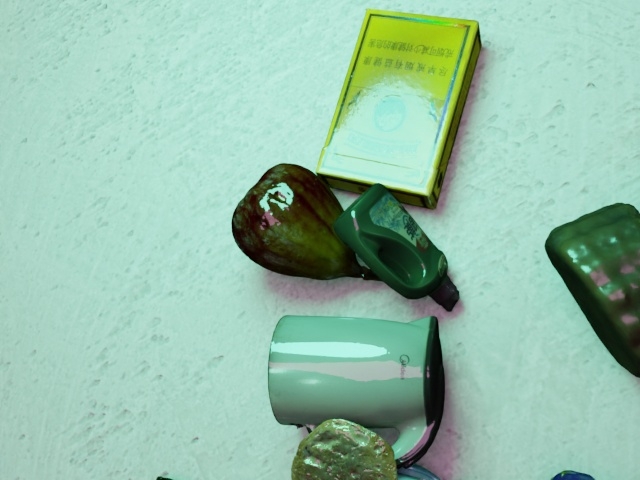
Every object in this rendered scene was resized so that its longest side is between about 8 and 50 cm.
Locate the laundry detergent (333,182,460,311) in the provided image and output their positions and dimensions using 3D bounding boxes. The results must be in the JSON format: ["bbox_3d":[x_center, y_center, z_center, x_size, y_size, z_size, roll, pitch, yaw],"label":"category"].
[{"bbox_3d":[0.123,0.026,1.082,0.221,0.144,0.078,49,127,-3],"label":"laundry detergent"}]

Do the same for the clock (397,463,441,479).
[{"bbox_3d":[0.097,0.420,1.007,0.274,0.094,0.223,-19,71,12],"label":"clock"}]

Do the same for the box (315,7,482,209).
[{"bbox_3d":[0.129,-0.217,1.182,0.193,0.084,0.301,13,79,20],"label":"box"}]

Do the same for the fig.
[{"bbox_3d":[0.000,0.000,1.141,0.274,0.145,0.170,32,63,-1],"label":"fig"}]

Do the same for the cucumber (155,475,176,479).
[{"bbox_3d":[-0.149,0.491,1.061,0.096,0.096,0.359,-45,68,1],"label":"cucumber"}]

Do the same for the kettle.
[{"bbox_3d":[0.058,0.216,1.040,0.236,0.161,0.221,-1,69,14],"label":"kettle"}]

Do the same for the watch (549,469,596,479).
[{"bbox_3d":[0.375,0.376,0.897,0.200,0.196,0.171,5,83,-1],"label":"watch"}]

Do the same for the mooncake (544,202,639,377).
[{"bbox_3d":[0.401,0.060,0.950,0.124,0.228,0.228,-31,68,6],"label":"mooncake"}]

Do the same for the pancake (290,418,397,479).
[{"bbox_3d":[0.034,0.314,0.975,0.151,0.025,0.151,0,91,18],"label":"pancake"}]
